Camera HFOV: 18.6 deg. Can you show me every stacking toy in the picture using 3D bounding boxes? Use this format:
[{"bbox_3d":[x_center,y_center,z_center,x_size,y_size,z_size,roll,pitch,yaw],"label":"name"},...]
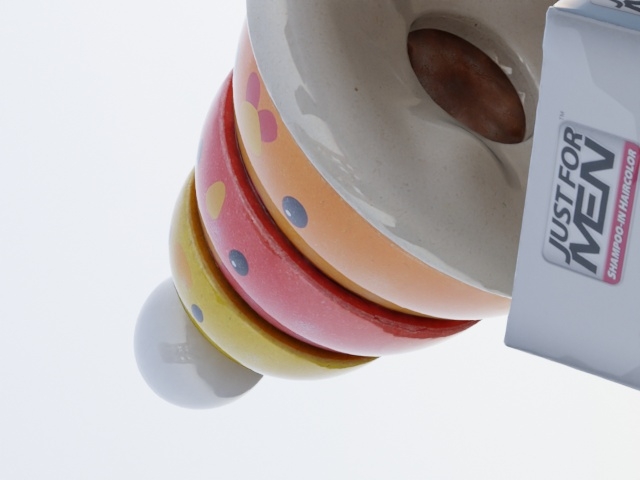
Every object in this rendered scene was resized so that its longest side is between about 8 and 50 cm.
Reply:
[{"bbox_3d":[0.000,0.000,1.498,0.351,0.480,0.350,22,-135,-23],"label":"stacking toy"}]

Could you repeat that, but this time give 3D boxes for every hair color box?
[{"bbox_3d":[0.282,0.007,0.885,0.113,0.374,0.185,-41,-38,-51],"label":"hair color box"}]
